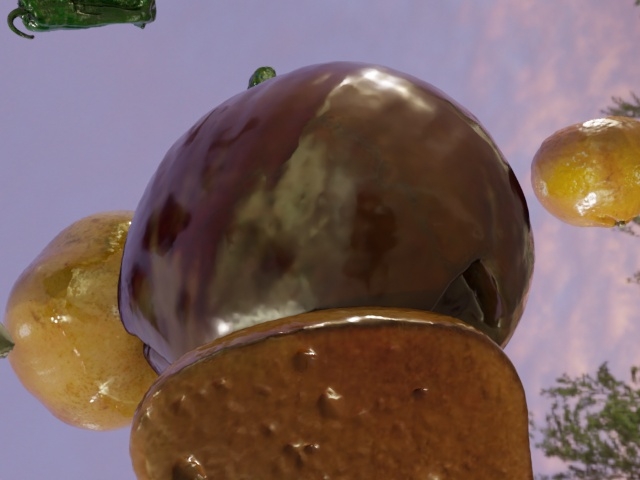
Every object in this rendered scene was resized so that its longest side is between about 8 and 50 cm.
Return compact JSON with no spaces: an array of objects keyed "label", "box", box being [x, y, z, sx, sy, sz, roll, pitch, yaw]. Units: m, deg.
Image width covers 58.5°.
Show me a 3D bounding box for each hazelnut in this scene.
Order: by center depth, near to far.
[{"label":"hazelnut","box":[0.000,0.000,0.614,0.402,0.429,0.402,-7,-82,-54]}]

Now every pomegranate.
[{"label":"pomegranate","box":[-0.344,0.139,1.056,0.416,0.416,0.417,14,-110,-44]}]

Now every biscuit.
[{"label":"biscuit","box":[0.020,0.183,0.384,0.262,0.052,0.277,-8,-86,-14]}]

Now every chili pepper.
[{"label":"chili pepper","box":[-0.376,-0.377,0.922,0.257,0.074,0.100,-21,-73,-37]},{"label":"chili pepper","box":[-0.134,-0.322,1.288,0.061,0.224,0.098,24,-96,-4]}]

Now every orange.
[{"label":"orange","box":[0.394,-0.095,0.812,0.177,0.177,0.155,1,-88,-47]}]

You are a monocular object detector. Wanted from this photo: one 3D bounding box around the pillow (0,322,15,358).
[{"label":"pillow","box":[-0.454,0.076,0.640,0.208,0.053,0.119,43,-131,8]}]
